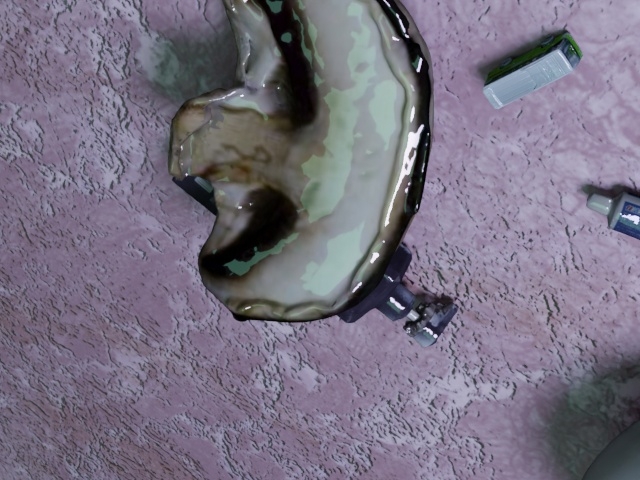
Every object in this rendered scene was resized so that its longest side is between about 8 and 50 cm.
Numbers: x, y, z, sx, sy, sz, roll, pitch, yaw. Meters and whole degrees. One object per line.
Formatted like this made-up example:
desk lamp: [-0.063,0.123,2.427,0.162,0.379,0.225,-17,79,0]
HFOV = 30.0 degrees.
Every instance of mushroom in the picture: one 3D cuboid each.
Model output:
mushroom: [-0.015,-0.096,1.066,0.248,0.130,0.344,2,107,18]

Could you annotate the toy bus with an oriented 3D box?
toy bus: [0.181,-0.145,1.022,0.083,0.037,0.031,-25,111,37]

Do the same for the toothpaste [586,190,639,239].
toothpaste: [0.330,-0.003,1.058,0.197,0.034,0.057,20,136,7]

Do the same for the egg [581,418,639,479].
egg: [0.414,0.260,1.050,0.389,0.276,0.276,-5,121,27]

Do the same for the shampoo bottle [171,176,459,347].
shampoo bottle: [0.000,0.001,1.198,0.309,0.071,0.098,40,131,-6]
